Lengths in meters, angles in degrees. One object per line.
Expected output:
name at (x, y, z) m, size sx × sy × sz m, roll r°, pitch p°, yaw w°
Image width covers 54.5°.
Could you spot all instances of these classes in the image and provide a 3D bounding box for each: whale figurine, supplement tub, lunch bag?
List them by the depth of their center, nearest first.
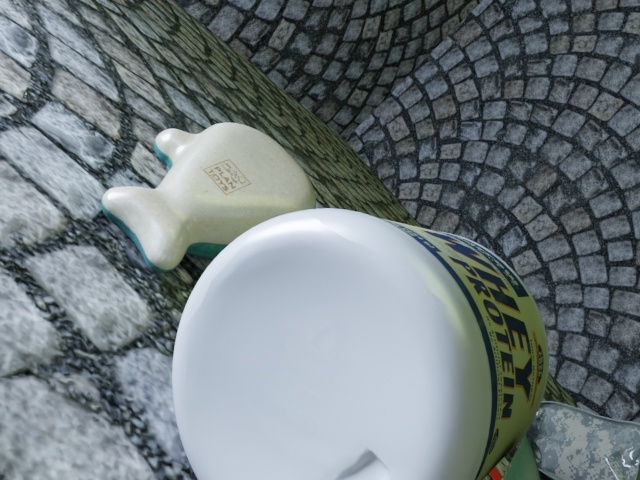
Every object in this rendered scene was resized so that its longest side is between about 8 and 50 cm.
supplement tub at (0.061, 0.103, 0.533) m, size 0.235 × 0.235 × 0.324 m, roll 51°, pitch 20°, yaw 22°
whale figurine at (-0.128, -0.031, 0.720) m, size 0.216 × 0.141 × 0.272 m, roll 47°, pitch 37°, yaw 8°
lunch bag at (0.506, 0.426, 1.148) m, size 0.235 × 0.169 × 0.287 m, roll 44°, pitch -22°, yaw -26°

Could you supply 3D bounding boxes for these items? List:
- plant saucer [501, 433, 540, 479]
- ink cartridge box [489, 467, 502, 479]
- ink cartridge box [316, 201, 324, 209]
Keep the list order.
plant saucer at (0.125, 0.241, 0.466) m, size 0.037 × 0.195 × 0.195 m, roll 27°, pitch 4°, yaw 24°
ink cartridge box at (0.223, 0.280, 0.987) m, size 0.189 × 0.066 × 0.232 m, roll 31°, pitch 15°, yaw -50°
ink cartridge box at (0.000, 0.000, 1.090) m, size 0.175 × 0.072 × 0.127 m, roll 43°, pitch 12°, yaw -12°
